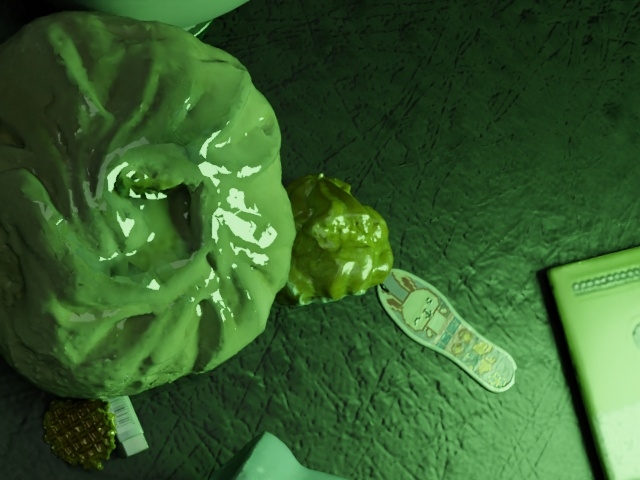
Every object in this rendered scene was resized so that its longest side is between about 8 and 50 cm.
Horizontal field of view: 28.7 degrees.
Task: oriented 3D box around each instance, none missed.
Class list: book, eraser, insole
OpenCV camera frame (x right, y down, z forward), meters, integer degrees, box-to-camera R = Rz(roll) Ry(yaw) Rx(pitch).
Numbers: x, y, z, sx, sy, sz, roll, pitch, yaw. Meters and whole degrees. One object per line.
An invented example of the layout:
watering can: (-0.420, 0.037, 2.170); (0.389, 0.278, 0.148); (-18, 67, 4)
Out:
book: (0.412, 0.178, 1.454); (0.239, 0.035, 0.352); (-12, 83, -19)
eraser: (-0.209, 0.156, 1.243); (0.029, 0.052, 0.122); (-22, 86, -20)
insole: (0.141, 0.102, 1.397); (0.197, 0.004, 0.065); (40, 69, -6)

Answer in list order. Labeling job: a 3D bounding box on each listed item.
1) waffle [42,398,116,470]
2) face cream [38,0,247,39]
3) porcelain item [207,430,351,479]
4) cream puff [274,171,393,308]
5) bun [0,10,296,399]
waffle: (-0.235, 0.184, 1.221); (0.016, 0.085, 0.078); (-14, 106, -63)
face cream: (-0.157, -0.321, 1.203); (0.313, 0.357, 0.219); (-11, 81, -20)
porcelain item: (0.044, 0.370, 1.183); (0.405, 0.242, 0.178); (39, 50, -4)
cream puff: (0.000, -0.001, 1.311); (0.156, 0.121, 0.156); (3, 76, -12)
bun: (-0.172, -0.036, 1.132); (0.360, 0.211, 0.359); (-1, 92, -33)
